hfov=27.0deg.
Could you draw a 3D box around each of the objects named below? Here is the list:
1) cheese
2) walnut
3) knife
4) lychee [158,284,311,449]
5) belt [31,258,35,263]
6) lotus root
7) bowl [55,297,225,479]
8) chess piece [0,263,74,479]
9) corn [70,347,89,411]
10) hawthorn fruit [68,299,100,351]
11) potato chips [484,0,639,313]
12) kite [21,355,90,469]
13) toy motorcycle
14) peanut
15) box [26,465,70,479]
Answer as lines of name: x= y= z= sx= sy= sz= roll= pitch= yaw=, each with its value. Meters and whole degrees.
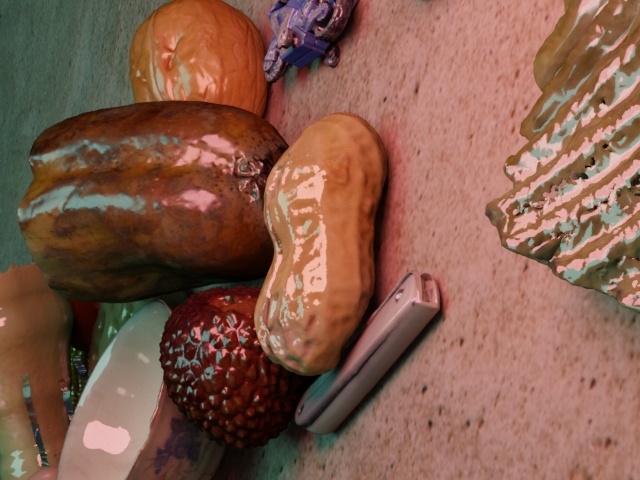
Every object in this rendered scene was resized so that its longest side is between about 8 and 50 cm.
cheese: x=-0.258 y=0.144 z=1.911 sx=0.235 sy=0.117 sz=0.218 roll=-21 pitch=60 yaw=58
walnut: x=-0.161 y=-0.219 z=1.782 sx=0.193 sy=0.193 sz=0.226 roll=-51 pitch=47 yaw=45
knife: x=0.046 y=0.117 z=1.384 sx=0.265 sy=0.040 sz=0.073 roll=-52 pitch=25 yaw=44
lychee: x=-0.093 y=0.146 z=1.520 sx=0.188 sy=0.188 sz=0.188 roll=-34 pitch=51 yaw=56
belt: x=-0.438 y=-0.022 z=2.344 sx=0.206 sy=0.116 sz=0.268 roll=-108 pitch=34 yaw=-52
lotus root: x=-0.181 y=-0.048 z=1.631 sx=0.346 sy=0.250 sz=0.251 roll=-3 pitch=75 yaw=28
bowl: x=-0.206 y=0.246 z=1.691 sx=0.313 sy=0.146 sz=0.313 roll=-48 pitch=26 yaw=34
chess piece: x=-0.430 y=0.268 z=1.961 sx=0.234 sy=0.234 sz=0.442 roll=-23 pitch=84 yaw=60
corn: x=-0.379 y=0.258 z=2.147 sx=0.097 sy=0.097 sz=0.262 roll=-50 pitch=34 yaw=46
hawthorn fruit: x=-0.345 y=0.091 z=2.101 sx=0.203 sy=0.162 sz=0.163 roll=-7 pitch=74 yaw=47
potato chips: x=0.253 y=-0.150 z=0.993 sx=0.389 sy=0.097 sz=0.373 roll=-70 pitch=26 yaw=18
kite: x=-0.340 y=0.324 z=1.847 sx=0.015 sy=0.169 sz=0.310 roll=-19 pitch=-93 yaw=-82
toy motorcycle: x=-0.015 y=-0.268 z=1.623 sx=0.205 sy=0.076 sz=0.114 roll=-28 pitch=49 yaw=58
peanut: x=0.000 y=0.000 z=1.407 sx=0.130 sy=0.130 sz=0.290 roll=-26 pitch=55 yaw=59
box: x=-0.319 y=0.388 z=1.793 sx=0.088 sy=0.200 sz=0.146 roll=-60 pitch=-6 yaw=-68
